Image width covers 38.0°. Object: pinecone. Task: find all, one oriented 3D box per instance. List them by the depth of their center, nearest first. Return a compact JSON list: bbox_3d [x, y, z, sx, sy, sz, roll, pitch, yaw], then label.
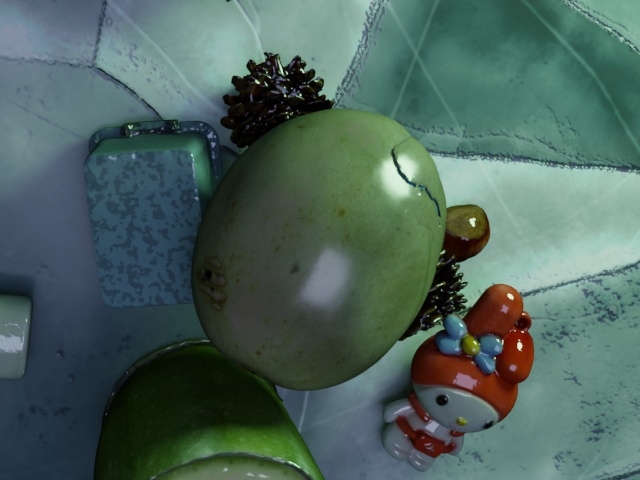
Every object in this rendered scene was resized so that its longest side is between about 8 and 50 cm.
[{"bbox_3d":[-0.053,-0.165,1.135,0.140,0.140,0.121,4,68,-15],"label":"pinecone"},{"bbox_3d":[0.098,0.043,1.208,0.162,0.163,0.165,-25,85,-8],"label":"pinecone"}]

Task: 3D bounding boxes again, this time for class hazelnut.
[{"bbox_3d":[0.190,-0.007,1.261,0.086,0.086,0.086,-3,104,-14],"label":"hazelnut"}]

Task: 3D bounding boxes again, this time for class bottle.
[{"bbox_3d":[-0.470,0.107,1.098,0.245,0.104,0.104,6,101,-16],"label":"bottle"}]

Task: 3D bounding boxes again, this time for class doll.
[{"bbox_3d":[0.197,0.190,1.278,0.161,0.130,0.290,30,108,-15],"label":"doll"}]

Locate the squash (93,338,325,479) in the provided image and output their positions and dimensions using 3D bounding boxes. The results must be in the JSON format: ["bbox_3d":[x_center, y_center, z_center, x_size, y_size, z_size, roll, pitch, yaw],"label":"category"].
[{"bbox_3d":[-0.135,0.289,1.086,0.262,0.384,0.263,-3,102,-12],"label":"squash"}]

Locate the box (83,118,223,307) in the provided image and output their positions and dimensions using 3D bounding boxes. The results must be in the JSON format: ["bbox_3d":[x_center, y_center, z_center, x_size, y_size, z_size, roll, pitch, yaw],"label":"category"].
[{"bbox_3d":[-0.197,-0.027,1.124,0.162,0.130,0.227,-4,104,2],"label":"box"}]

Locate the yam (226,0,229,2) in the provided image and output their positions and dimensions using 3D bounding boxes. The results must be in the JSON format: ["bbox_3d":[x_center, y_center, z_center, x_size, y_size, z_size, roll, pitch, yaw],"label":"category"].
[{"bbox_3d":[-0.073,-0.390,1.061,0.254,0.154,0.154,-43,110,-7],"label":"yam"}]

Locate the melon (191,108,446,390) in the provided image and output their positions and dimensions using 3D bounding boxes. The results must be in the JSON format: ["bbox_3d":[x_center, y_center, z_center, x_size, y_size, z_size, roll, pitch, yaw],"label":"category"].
[{"bbox_3d":[0.000,0.000,1.032,0.268,0.268,0.330,32,74,-19],"label":"melon"}]
